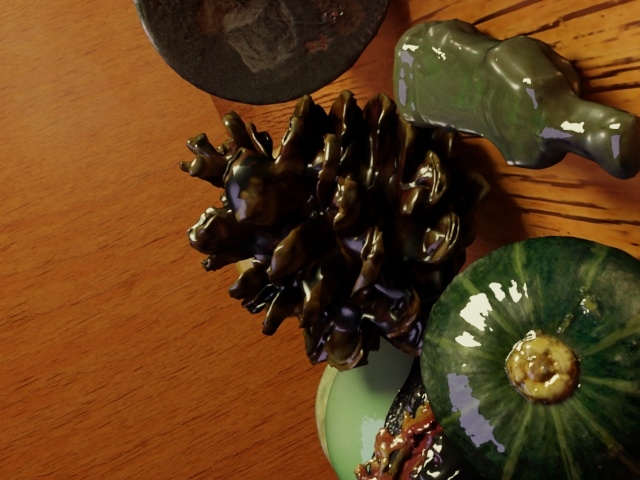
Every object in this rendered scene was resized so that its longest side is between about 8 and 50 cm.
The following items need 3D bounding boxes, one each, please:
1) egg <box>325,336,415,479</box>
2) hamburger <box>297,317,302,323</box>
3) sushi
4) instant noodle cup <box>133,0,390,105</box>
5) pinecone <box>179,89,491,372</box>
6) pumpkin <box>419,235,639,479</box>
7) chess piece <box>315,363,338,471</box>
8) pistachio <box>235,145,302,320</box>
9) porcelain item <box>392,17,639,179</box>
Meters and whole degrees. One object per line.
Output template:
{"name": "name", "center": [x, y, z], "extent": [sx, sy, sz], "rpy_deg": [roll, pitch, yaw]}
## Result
{"name": "egg", "center": [0.114, 0.194, 0.747], "extent": [0.220, 0.220, 0.270], "rpy_deg": [58, 164, 31]}
{"name": "hamburger", "center": [0.011, 0.078, 1.266], "extent": [0.262, 0.138, 0.243], "rpy_deg": [53, 164, 49]}
{"name": "sushi", "center": [0.108, 0.184, 0.546], "extent": [0.153, 0.172, 0.150], "rpy_deg": [42, -179, -5]}
{"name": "instant noodle cup", "center": [-0.068, -0.260, 0.620], "extent": [0.207, 0.217, 0.217], "rpy_deg": [-118, 7, -52]}
{"name": "pinecone", "center": [0.009, -0.011, 0.615], "extent": [0.243, 0.257, 0.243], "rpy_deg": [5, -90, -86]}
{"name": "pumpkin", "center": [0.149, 0.080, 0.440], "extent": [0.125, 0.167, 0.167], "rpy_deg": [33, -159, -54]}
{"name": "chess piece", "center": [0.100, 0.274, 1.109], "extent": [0.234, 0.234, 0.442], "rpy_deg": [62, 174, 10]}
{"name": "pistachio", "center": [0.000, 0.000, 0.933], "extent": [0.230, 0.230, 0.309], "rpy_deg": [58, 165, 34]}
{"name": "porcelain item", "center": [0.119, -0.089, 0.430], "extent": [0.216, 0.069, 0.081], "rpy_deg": [-132, 35, -61]}
